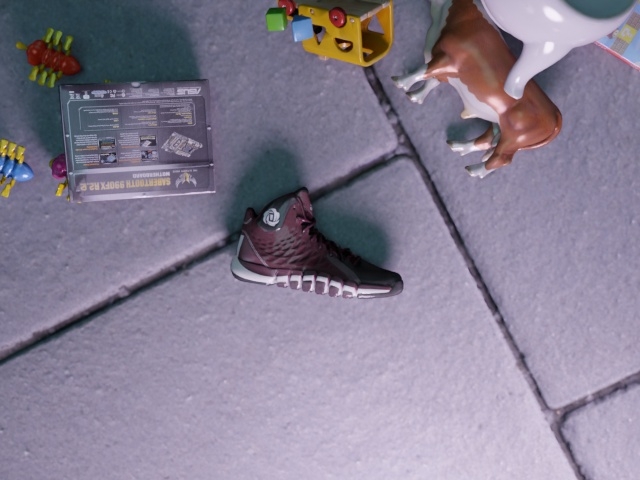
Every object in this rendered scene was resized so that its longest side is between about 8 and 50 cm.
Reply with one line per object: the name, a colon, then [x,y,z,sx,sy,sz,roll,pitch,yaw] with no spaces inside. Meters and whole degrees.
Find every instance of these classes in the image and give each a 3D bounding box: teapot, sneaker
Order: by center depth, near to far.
teapot: [0.309,-0.381,1.172,0.256,0.187,0.252,-47,106,-23]
sneaker: [0.000,0.000,1.330,0.281,0.106,0.163,8,94,5]

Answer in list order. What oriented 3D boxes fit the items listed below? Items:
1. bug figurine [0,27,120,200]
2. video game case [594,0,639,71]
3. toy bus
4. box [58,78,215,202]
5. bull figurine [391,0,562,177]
bug figurine: [-0.430,-0.188,1.361,0.216,0.072,0.279,25,93,-5]
video game case: [0.582,-0.328,1.283,0.285,0.025,0.204,32,98,1]
toy bus: [0.014,-0.332,1.287,0.190,0.202,0.104,-7,126,-1]
box: [-0.285,-0.159,1.318,0.231,0.056,0.183,-6,101,-15]
bull figurine: [0.231,-0.251,1.285,0.188,0.101,0.310,-39,88,13]
